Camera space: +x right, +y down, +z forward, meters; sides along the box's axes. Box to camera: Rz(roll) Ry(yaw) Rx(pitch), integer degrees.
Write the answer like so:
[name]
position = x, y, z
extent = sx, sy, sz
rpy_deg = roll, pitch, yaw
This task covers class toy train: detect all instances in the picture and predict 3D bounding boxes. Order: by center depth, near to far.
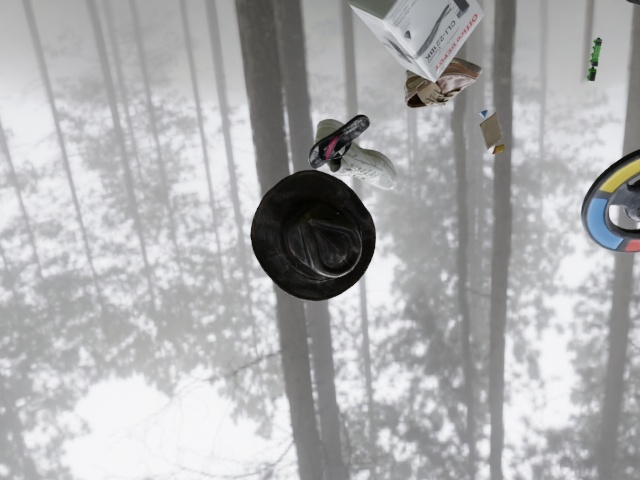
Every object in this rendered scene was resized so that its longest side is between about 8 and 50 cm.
[toy train]
position = 0.511, -0.335, 1.631
extent = 0.017, 0.083, 0.024
rpy_deg = 8, -160, 7

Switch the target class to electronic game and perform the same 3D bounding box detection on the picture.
[electronic game]
position = 0.531, -0.065, 1.406
extent = 0.229, 0.229, 0.048
rpy_deg = -7, -136, -4

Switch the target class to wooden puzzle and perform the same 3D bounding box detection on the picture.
[wooden puzzle]
position = 0.393, -0.251, 2.026
extent = 0.014, 0.116, 0.078
rpy_deg = 7, -150, 45

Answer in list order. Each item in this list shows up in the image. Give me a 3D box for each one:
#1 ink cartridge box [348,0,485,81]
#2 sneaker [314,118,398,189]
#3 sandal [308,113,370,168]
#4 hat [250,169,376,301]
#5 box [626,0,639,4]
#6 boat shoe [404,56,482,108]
[ink cartridge box]
position = 0.213, -0.498, 1.883
extent = 0.114, 0.273, 0.197
rpy_deg = 38, -87, 36
[sneaker]
position = 0.095, -0.219, 2.563
extent = 0.114, 0.305, 0.152
rpy_deg = -33, -148, 44
[sandal]
position = 0.042, -0.220, 2.002
extent = 0.179, 0.067, 0.040
rpy_deg = -37, -125, 24
[hat]
position = 0.000, 0.000, 2.094
extent = 0.331, 0.331, 0.134
rpy_deg = -13, -167, -14
[box]
position = 0.648, -0.393, 1.448
extent = 0.175, 0.051, 0.220
rpy_deg = -15, -146, -44
[boat shoe]
position = 0.320, -0.409, 2.328
extent = 0.123, 0.116, 0.324
rpy_deg = 15, 176, -19
